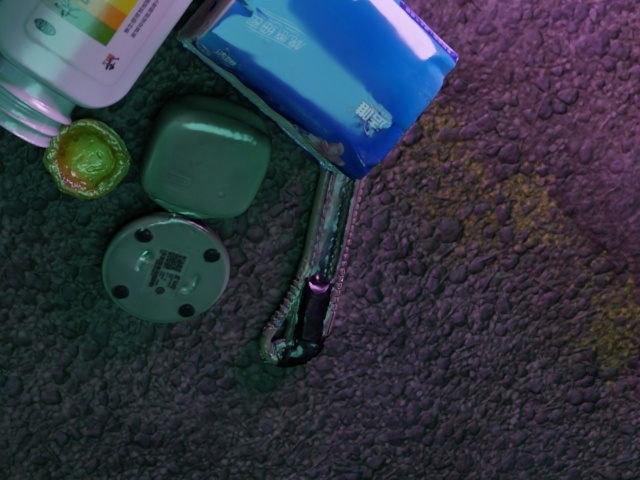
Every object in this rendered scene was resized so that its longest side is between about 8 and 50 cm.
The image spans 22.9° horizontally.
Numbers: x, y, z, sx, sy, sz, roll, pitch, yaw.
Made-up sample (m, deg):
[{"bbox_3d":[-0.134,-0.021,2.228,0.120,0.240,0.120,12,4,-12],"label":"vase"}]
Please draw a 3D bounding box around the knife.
[{"bbox_3d":[0.002,0.002,2.007,0.089,0.043,0.365,8,107,-24],"label":"knife"}]

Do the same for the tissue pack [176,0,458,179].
[{"bbox_3d":[0.001,-0.225,1.854,0.270,0.137,0.209,41,87,-23],"label":"tissue pack"}]

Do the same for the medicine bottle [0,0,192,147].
[{"bbox_3d":[-0.263,-0.264,1.786,0.179,0.124,0.324,34,100,-24],"label":"medicine bottle"}]

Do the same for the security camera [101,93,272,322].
[{"bbox_3d":[-0.166,-0.035,1.929,0.157,0.080,0.301,16,116,-17],"label":"security camera"}]

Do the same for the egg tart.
[{"bbox_3d":[-0.280,-0.101,1.888,0.105,0.039,0.105,-5,112,-14],"label":"egg tart"}]
